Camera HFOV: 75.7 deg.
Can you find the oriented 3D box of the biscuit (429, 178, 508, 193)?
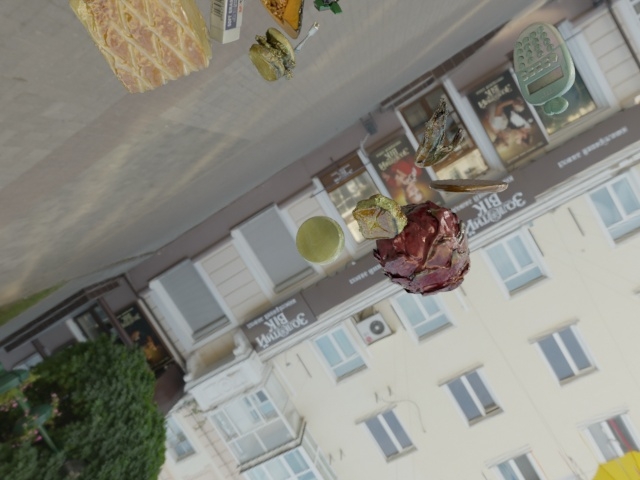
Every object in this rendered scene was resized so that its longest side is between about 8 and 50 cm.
[{"bbox_3d":[0.506,-0.186,1.419,0.261,0.037,0.262,0,-166,0],"label":"biscuit"}]

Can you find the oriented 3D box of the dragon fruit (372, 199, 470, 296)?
[{"bbox_3d":[0.335,0.030,1.355,0.329,0.329,0.329,-31,-175,3],"label":"dragon fruit"}]

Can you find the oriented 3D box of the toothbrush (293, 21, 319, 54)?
[{"bbox_3d":[-0.088,-0.720,1.544,0.342,0.025,0.030,-7,-121,64],"label":"toothbrush"}]

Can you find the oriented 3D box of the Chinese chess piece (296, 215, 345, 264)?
[{"bbox_3d":[0.000,0.000,1.193,0.144,0.144,0.058,-30,171,15],"label":"Chinese chess piece"}]

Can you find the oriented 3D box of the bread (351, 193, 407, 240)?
[{"bbox_3d":[0.169,-0.069,1.199,0.140,0.128,0.069,-10,-148,42],"label":"bread"}]

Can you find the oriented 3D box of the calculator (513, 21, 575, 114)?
[{"bbox_3d":[0.711,-0.543,1.312,0.042,0.296,0.184,-19,180,-21],"label":"calculator"}]

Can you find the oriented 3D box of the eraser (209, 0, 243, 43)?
[{"bbox_3d":[-0.368,-0.939,1.621,0.124,0.081,0.279,-53,166,-48],"label":"eraser"}]

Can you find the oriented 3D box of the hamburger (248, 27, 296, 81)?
[{"bbox_3d":[-0.154,-0.643,1.442,0.131,0.185,0.159,-49,-144,-13],"label":"hamburger"}]

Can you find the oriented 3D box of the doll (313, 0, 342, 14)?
[{"bbox_3d":[0.027,-1.024,1.663,0.106,0.187,0.134,-26,-140,-26],"label":"doll"}]

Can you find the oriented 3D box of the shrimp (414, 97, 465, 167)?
[{"bbox_3d":[0.374,-0.322,1.242,0.169,0.058,0.296,-24,156,-12],"label":"shrimp"}]

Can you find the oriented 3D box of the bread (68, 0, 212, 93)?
[{"bbox_3d":[-0.638,-0.806,1.546,0.370,0.390,0.280,-19,-135,7],"label":"bread"}]

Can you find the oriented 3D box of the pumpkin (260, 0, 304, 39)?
[{"bbox_3d":[-0.109,-0.888,1.546,0.163,0.278,0.111,-40,169,-1],"label":"pumpkin"}]
